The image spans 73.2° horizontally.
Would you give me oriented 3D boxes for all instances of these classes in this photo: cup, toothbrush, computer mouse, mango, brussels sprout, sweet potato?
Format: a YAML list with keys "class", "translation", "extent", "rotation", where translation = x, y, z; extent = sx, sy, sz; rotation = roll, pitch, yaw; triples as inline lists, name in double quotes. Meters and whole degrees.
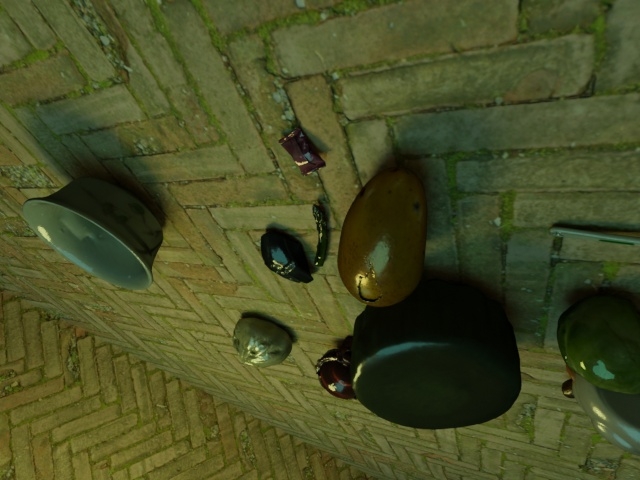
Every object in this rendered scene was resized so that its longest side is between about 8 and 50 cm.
- class: "cup"
  translation: [-0.553, -0.036, 1.122]
  extent: [0.346, 0.163, 0.347]
  rotation: [17, 146, 12]
- class: "toothbrush"
  translation: [0.508, -0.002, 0.637]
  extent: [0.303, 0.030, 0.030]
  rotation: [8, 143, 28]
- class: "computer mouse"
  translation: [-0.085, 0.053, 1.043]
  extent: [0.105, 0.062, 0.192]
  rotation: [1, 138, 32]
- class: "mango"
  translation: [0.110, 0.003, 0.751]
  extent: [0.159, 0.191, 0.291]
  rotation: [12, 140, 6]
- class: "brussels sprout"
  translation: [0.506, 0.190, 0.760]
  extent: [0.131, 0.145, 0.183]
  rotation: [98, 148, -74]
- class: "sweet potato"
  translation: [0.622, 0.334, 1.000]
  extent: [0.049, 0.049, 0.117]
  rotation: [33, 135, -13]

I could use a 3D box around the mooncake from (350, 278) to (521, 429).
- class: "mooncake"
  translation: [0.242, 0.250, 0.944]
  extent: [0.355, 0.194, 0.357]
  rotation: [4, 131, 5]

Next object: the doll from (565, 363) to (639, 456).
- class: "doll"
  translation: [0.613, 0.314, 0.855]
  extent: [0.251, 0.221, 0.221]
  rotation: [34, 156, 38]

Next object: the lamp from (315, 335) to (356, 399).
- class: "lamp"
  translation: [0.095, 0.415, 1.343]
  extent: [0.214, 0.151, 0.223]
  rotation: [25, 144, -8]

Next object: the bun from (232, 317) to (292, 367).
- class: "bun"
  translation: [-0.211, 0.361, 1.477]
  extent: [0.230, 0.133, 0.231]
  rotation: [18, 147, 12]

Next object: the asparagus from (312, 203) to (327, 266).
- class: "asparagus"
  translation: [0.000, -0.001, 0.948]
  extent: [0.034, 0.027, 0.236]
  rotation: [8, 144, 5]

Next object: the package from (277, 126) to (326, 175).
- class: "package"
  translation: [-0.033, -0.155, 0.760]
  extent: [0.059, 0.029, 0.083]
  rotation: [-19, 118, 42]
